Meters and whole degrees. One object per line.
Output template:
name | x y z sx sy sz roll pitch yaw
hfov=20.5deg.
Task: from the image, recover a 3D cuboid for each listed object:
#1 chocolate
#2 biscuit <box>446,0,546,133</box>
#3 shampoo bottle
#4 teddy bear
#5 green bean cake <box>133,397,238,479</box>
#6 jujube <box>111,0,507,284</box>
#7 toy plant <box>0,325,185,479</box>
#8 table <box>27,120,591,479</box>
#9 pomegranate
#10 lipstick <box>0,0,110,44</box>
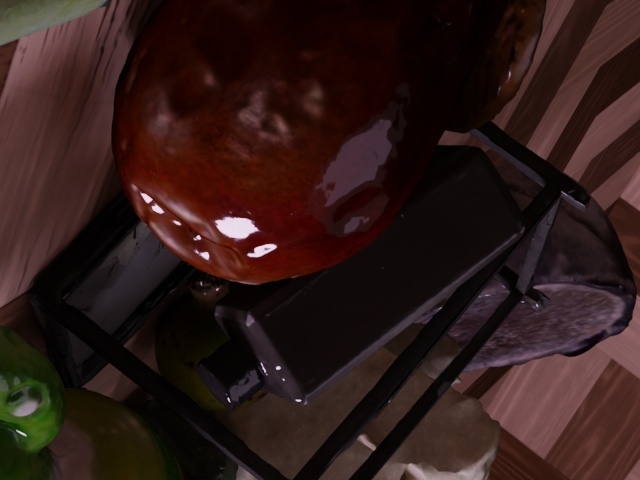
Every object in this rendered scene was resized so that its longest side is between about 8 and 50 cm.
chocolate | 0.221 0.016 2.150 0.303 0.213 0.303 -7 159 -3
biscuit | 0.106 -0.170 1.277 0.027 0.188 0.188 7 130 -26
shampoo bottle | 0.022 0.029 1.222 0.246 0.079 0.080 -36 -165 -17
teddy bear | 0.020 0.221 1.832 0.327 0.375 0.362 -41 150 -11
green bean cake | -0.193 0.268 1.649 0.227 0.125 0.222 -37 161 -42
jujube | 0.001 -0.123 1.146 0.318 0.223 0.223 -54 167 -16
toy plant | -0.236 0.162 1.188 0.224 0.184 0.316 -34 147 9
table | -0.006 0.044 1.391 0.335 0.272 0.222 -48 166 -20
pomegranate | -0.085 0.088 1.565 0.130 0.130 0.130 -48 165 -17
lipstick | -0.204 -0.106 0.808 0.304 0.076 0.076 -33 156 -52
